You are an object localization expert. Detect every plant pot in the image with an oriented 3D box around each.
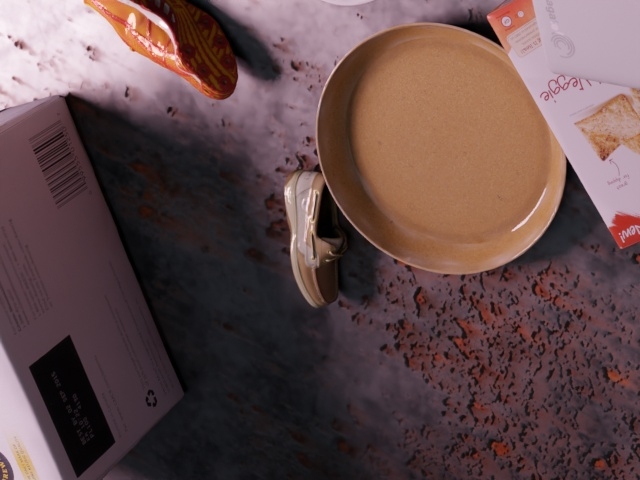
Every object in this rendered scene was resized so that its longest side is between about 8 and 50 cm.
[{"bbox_3d":[0.109,-0.083,1.613,0.236,0.032,0.236,11,116,22],"label":"plant pot"}]

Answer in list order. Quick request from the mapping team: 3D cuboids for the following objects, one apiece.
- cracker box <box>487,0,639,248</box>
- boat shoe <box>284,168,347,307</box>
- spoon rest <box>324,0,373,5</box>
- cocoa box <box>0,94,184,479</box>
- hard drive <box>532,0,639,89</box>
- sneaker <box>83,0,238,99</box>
[{"bbox_3d":[0.264,-0.127,1.495,0.156,0.067,0.232,-26,100,34],"label":"cracker box"},{"bbox_3d":[0.000,0.000,1.695,0.045,0.050,0.135,1,113,32],"label":"boat shoe"},{"bbox_3d":[0.068,-0.292,1.506,0.276,0.084,0.137,-27,99,32],"label":"spoon rest"},{"bbox_3d":[-0.334,0.070,1.783,0.228,0.231,0.347,-12,107,31],"label":"cocoa box"},{"bbox_3d":[0.285,-0.187,1.312,0.308,0.040,0.203,15,138,37],"label":"hard drive"},{"bbox_3d":[-0.145,-0.192,1.682,0.175,0.064,0.067,44,144,8],"label":"sneaker"}]
